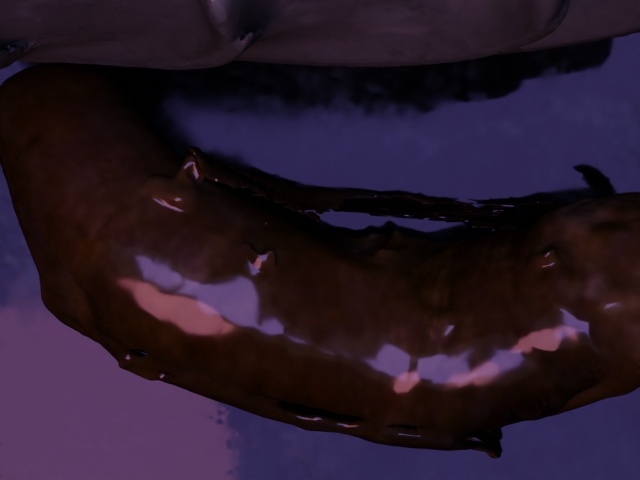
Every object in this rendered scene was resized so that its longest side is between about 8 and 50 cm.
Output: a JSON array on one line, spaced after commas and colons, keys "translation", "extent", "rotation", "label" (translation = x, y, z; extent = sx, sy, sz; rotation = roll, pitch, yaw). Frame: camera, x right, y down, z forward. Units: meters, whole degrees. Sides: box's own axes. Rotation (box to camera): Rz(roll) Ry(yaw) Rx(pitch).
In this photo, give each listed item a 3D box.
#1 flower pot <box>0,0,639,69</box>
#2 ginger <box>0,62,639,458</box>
[{"translation": [0.000, -0.142, 0.401], "extent": [0.368, 0.254, 0.164], "rotation": [0, 100, 2], "label": "flower pot"}, {"translation": [0.002, 0.014, 0.489], "extent": [0.309, 0.107, 0.133], "rotation": [9, 108, 5], "label": "ginger"}]
